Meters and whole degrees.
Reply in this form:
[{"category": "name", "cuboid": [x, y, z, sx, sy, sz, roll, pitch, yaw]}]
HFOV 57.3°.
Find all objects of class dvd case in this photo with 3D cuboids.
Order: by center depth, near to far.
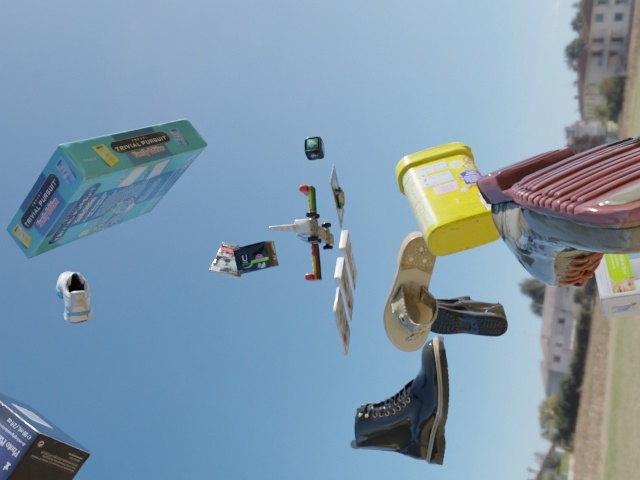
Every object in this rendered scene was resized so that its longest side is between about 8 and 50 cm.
[{"category": "dvd case", "cuboid": [-0.242, 0.053, 1.587, 0.119, 0.087, 0.013, -73, -6, -50]}]

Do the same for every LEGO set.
[{"category": "LEGO set", "cuboid": [0.000, 0.000, 0.746, 0.183, 0.060, 0.244, -79, -21, -54]}]

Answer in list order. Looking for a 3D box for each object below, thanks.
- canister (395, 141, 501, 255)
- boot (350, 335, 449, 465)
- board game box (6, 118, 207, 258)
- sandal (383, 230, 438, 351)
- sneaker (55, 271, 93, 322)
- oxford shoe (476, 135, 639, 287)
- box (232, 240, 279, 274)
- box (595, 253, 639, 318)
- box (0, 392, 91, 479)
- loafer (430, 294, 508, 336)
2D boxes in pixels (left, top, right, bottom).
[{"category": "canister", "cuboid": [0.196, -0.064, 0.893, 0.170, 0.126, 0.073, -103, -3, -46]}, {"category": "boot", "cuboid": [0.109, 0.225, 0.819, 0.077, 0.136, 0.198, -57, -31, -69]}, {"category": "board game box", "cuboid": [-0.416, -0.114, 1.171, 0.079, 0.253, 0.336, 51, -148, 3]}, {"category": "sandal", "cuboid": [0.156, 0.108, 0.972, 0.079, 0.088, 0.240, -98, 9, -63]}, {"category": "sneaker", "cuboid": [-0.532, 0.099, 1.274, 0.071, 0.190, 0.083, -6, -65, -31]}, {"category": "oxford shoe", "cuboid": [0.246, -0.017, 0.551, 0.348, 0.122, 0.130, -56, -54, -80]}, {"category": "box", "cuboid": [-0.146, 0.038, 1.328, 0.052, 0.083, 0.062, -5, -99, -71]}, {"category": "box", "cuboid": [0.528, 0.039, 0.890, 0.103, 0.203, 0.114, 40, -136, -53]}, {"category": "box", "cuboid": [-0.753, 0.539, 1.347, 0.294, 0.296, 0.183, -60, -36, -20]}, {"category": "loafer", "cuboid": [0.315, 0.166, 1.330, 0.078, 0.219, 0.080, -56, -33, -48]}]
